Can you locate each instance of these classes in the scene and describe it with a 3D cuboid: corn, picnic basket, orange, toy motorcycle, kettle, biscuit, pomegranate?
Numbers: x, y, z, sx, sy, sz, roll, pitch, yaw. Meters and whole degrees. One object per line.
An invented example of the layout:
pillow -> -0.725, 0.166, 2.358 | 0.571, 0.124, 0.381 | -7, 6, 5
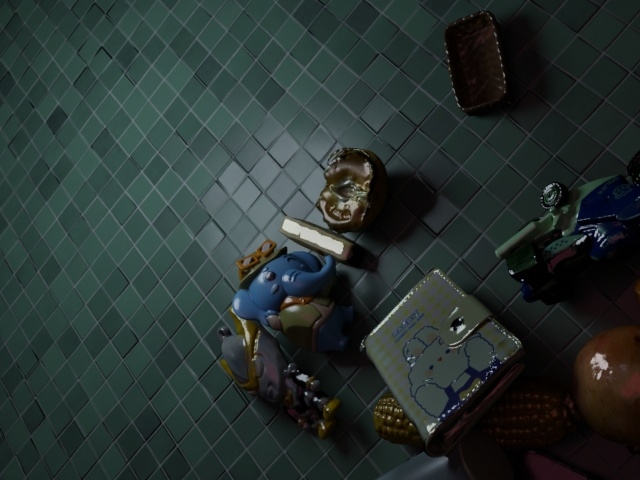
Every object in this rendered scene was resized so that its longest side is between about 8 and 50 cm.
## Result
corn -> 0.254, 0.290, 1.441 | 0.363, 0.120, 0.120 | -11, 72, 33
picnic basket -> 0.294, -0.325, 1.612 | 0.110, 0.055, 0.193 | -16, 70, 28
orange -> 0.067, -0.095, 1.659 | 0.170, 0.112, 0.160 | -29, 73, 48
toy motorcycle -> 0.442, -0.017, 1.369 | 0.331, 0.125, 0.196 | -35, 39, 26
kettle -> 0.194, 0.428, 1.370 | 0.243, 0.160, 0.210 | -45, 50, 34
biscuit -> 0.000, 0.000, 1.707 | 0.188, 0.056, 0.052 | 22, 90, 35
pomegranate -> 0.464, 0.217, 1.286 | 0.191, 0.191, 0.191 | -9, 73, 30

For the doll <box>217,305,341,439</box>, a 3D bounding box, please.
doll -> -0.092, 0.261, 1.672 | 0.316, 0.145, 0.103 | 32, 62, 28

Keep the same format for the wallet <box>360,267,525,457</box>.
wallet -> 0.197, 0.189, 1.432 | 0.223, 0.077, 0.309 | -43, 27, 2

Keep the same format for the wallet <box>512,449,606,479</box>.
wallet -> 0.423, 0.456, 1.334 | 0.318, 0.045, 0.172 | 24, 92, 32

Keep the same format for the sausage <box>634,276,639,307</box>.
sausage -> 0.579, 0.029, 1.325 | 0.238, 0.098, 0.098 | -45, 59, 12

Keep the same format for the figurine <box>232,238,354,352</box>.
figurine -> -0.042, 0.104, 1.669 | 0.262, 0.154, 0.180 | 24, 81, 17
